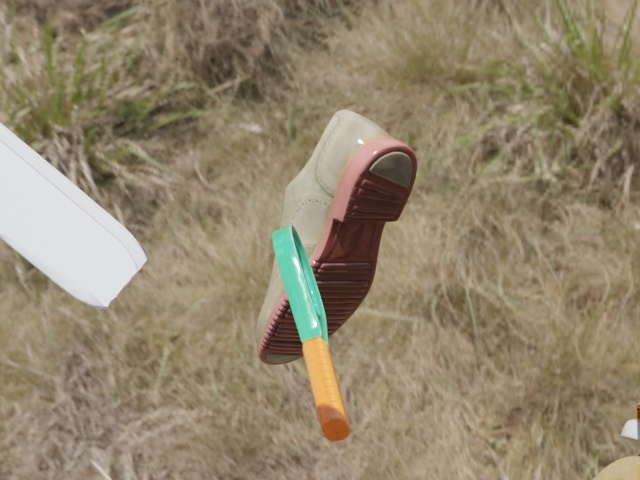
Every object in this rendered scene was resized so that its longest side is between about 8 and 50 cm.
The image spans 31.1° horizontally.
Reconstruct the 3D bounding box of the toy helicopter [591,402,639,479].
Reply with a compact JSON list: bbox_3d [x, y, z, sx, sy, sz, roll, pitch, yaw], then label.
[{"bbox_3d":[0.315,0.224,1.022,0.140,0.355,0.235,29,53,-3],"label":"toy helicopter"}]

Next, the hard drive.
[{"bbox_3d":[-0.221,-0.056,0.716,0.233,0.353,0.047,41,82,-11],"label":"hard drive"}]

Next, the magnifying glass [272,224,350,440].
[{"bbox_3d":[-0.007,0.074,0.974,0.026,0.092,0.231,-18,40,5],"label":"magnifying glass"}]

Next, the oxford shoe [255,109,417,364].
[{"bbox_3d":[0.000,0.000,1.447,0.130,0.123,0.348,48,118,40],"label":"oxford shoe"}]
